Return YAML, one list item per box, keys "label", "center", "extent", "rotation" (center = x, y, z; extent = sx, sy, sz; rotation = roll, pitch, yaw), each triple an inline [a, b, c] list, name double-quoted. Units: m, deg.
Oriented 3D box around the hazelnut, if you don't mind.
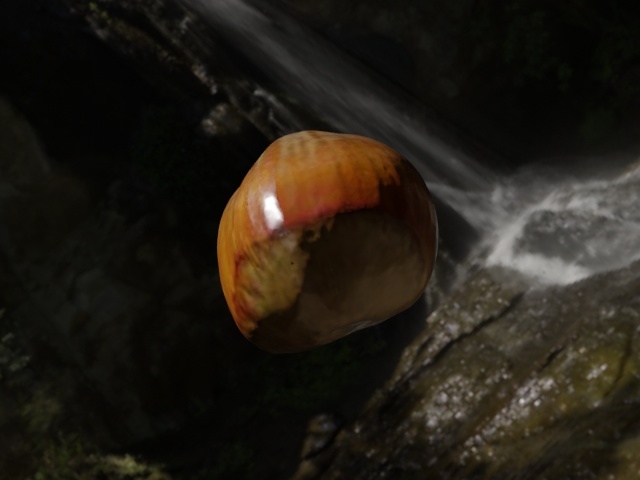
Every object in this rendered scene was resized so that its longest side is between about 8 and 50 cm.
- label: "hazelnut"
  center: [-0.005, -0.005, 0.797]
  extent: [0.210, 0.210, 0.186]
  rotation: [-49, -6, 18]
